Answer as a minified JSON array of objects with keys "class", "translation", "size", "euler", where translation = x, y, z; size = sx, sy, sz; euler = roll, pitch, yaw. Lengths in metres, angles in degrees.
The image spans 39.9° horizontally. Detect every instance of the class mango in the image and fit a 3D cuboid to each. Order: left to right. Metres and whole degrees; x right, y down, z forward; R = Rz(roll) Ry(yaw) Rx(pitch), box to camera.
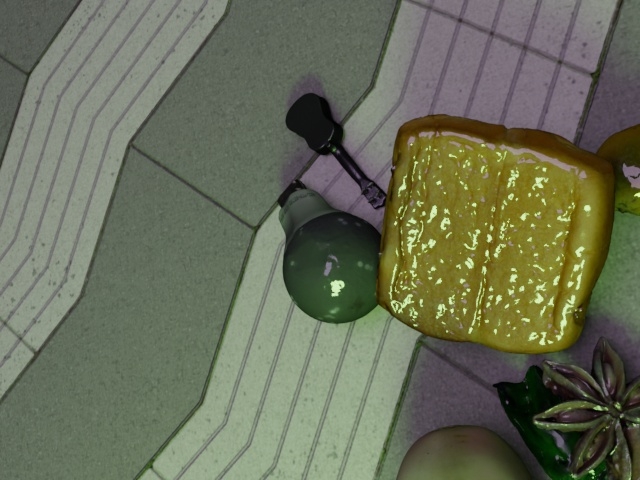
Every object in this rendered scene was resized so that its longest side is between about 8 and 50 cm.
[{"class":"mango","translation":[0.479,-0.114,1.252],"size":[0.195,0.098,0.137],"euler":[-36,60,16]}]

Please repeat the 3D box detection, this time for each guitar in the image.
[{"class":"guitar","translation":[0.030,-0.157,1.570],"size":[0.084,0.038,0.271],"euler":[-46,61,17]}]

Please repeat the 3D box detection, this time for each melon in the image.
[{"class":"melon","translation":[0.208,0.422,1.240],"size":[0.223,0.223,0.317],"euler":[-14,78,29]}]

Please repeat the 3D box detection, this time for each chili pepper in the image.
[{"class":"chili pepper","translation":[0.339,0.279,1.282],"size":[0.098,0.061,0.224],"euler":[-49,61,15]}]

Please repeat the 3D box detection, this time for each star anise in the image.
[{"class":"star anise","translation":[0.385,0.233,1.217],"size":[0.197,0.073,0.212],"euler":[38,68,17]}]

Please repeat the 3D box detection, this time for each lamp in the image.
[{"class":"lamp","translation":[0.011,-0.008,1.482],"size":[0.182,0.182,0.314],"euler":[-33,54,22]}]

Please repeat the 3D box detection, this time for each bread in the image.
[{"class":"bread","translation":[0.256,-0.011,1.297],"size":[0.327,0.148,0.337],"euler":[10,111,19]}]
